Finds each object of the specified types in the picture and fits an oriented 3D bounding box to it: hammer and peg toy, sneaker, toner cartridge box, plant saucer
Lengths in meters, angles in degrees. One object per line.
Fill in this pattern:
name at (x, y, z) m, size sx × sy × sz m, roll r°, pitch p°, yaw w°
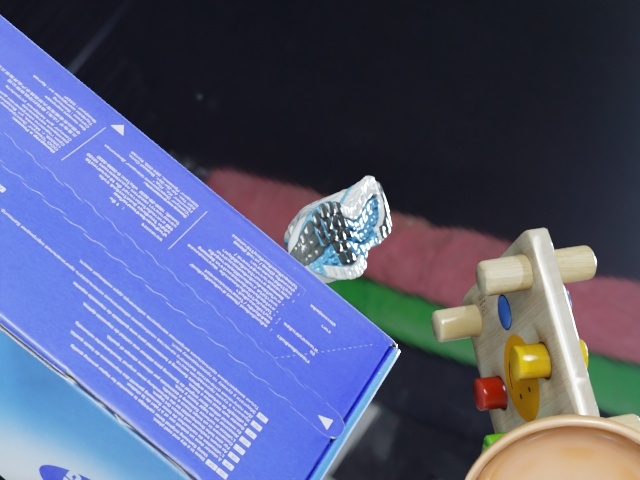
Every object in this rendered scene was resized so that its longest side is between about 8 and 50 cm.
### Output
hammer and peg toy at (0.209, 0.155, 1.558) m, size 0.361 × 0.127 × 0.266 m, roll 120°, pitch -41°, yaw -69°
sneaker at (0.000, 0.000, 1.251) m, size 0.082 × 0.190 × 0.071 m, roll -18°, pitch -84°, yaw 22°
toner cartridge box at (-0.140, -0.001, 0.641) m, size 0.348 × 0.165 × 0.075 m, roll 40°, pitch -55°, yaw 0°
plant saucer at (0.214, 0.235, 1.200) m, size 0.200 × 0.200 × 0.037 m, roll 38°, pitch 18°, yaw -7°
